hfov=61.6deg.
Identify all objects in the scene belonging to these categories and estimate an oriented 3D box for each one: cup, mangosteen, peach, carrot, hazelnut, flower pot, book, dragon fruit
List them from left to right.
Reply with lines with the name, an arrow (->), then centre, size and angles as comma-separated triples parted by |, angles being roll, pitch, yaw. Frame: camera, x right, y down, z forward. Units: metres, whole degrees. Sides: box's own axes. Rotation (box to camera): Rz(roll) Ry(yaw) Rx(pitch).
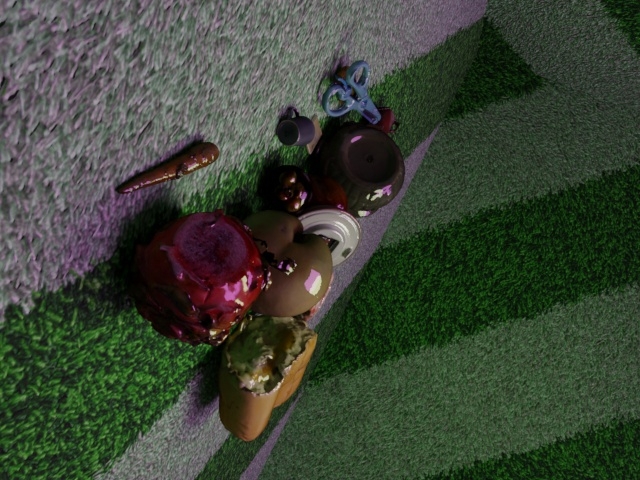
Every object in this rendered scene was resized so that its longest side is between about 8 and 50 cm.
carrot -> -0.276, -0.134, 0.999 | 0.254, 0.049, 0.049 | -39, 152, -48
dragon fruit -> -0.237, 0.079, 1.076 | 0.269, 0.250, 0.291 | -43, 171, -36
peach -> -0.119, 0.069, 1.394 | 0.247, 0.292, 0.292 | -88, -165, -62
mangosteen -> -0.085, -0.134, 1.434 | 0.151, 0.137, 0.137 | -119, -127, -80
cup -> -0.068, -0.293, 1.388 | 0.077, 0.078, 0.100 | -28, 108, -59
book -> -0.022, -0.313, 1.595 | 0.077, 0.014, 0.111 | -60, 164, -13
hazelnut -> -0.021, -0.112, 1.598 | 0.178, 0.204, 0.178 | -5, 90, -72
flower pot -> 0.115, -0.229, 1.735 | 0.302, 0.302, 0.213 | -57, 180, -24

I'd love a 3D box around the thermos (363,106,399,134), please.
thermos -> 0.234, -0.445, 2.048 | 0.232, 0.124, 0.099 | -58, 169, -49

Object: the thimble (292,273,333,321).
thimble -> -0.086, 0.134, 1.713 | 0.162, 0.239, 0.239 | -55, 163, -29

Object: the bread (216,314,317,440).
bread -> -0.217, 0.449, 1.782 | 0.361, 0.250, 0.394 | -42, 158, -49

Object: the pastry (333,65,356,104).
pastry -> 0.078, -0.462, 1.608 | 0.080, 0.056, 0.140 | -52, 167, -1

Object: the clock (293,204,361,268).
clock -> 0.000, 0.001, 1.543 | 0.056, 0.244, 0.244 | -104, -158, -47

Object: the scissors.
scissors -> 0.119, -0.422, 1.642 | 0.180, 0.032, 0.393 | -47, 160, 11
